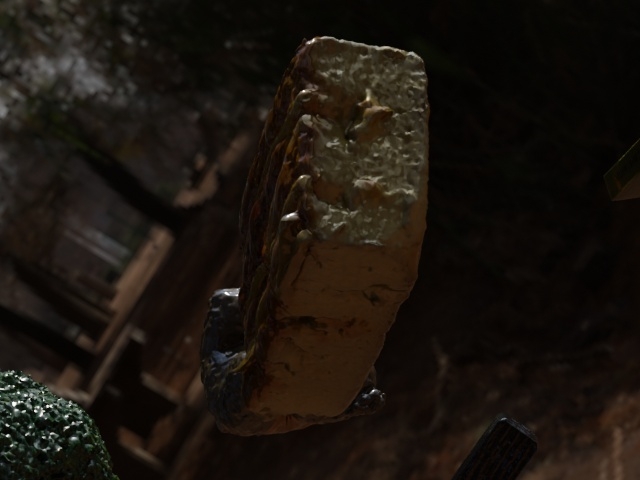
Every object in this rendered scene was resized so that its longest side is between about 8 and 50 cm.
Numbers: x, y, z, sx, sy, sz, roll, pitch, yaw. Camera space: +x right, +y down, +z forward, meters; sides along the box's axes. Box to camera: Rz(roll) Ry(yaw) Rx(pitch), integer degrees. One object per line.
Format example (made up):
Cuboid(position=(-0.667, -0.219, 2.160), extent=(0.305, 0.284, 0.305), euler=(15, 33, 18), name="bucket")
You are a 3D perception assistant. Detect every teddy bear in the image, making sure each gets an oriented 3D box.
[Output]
Cuboid(position=(-0.030, 0.140, 1.592), extent=(0.177, 0.190, 0.140), euler=(-128, 47, -54), name="teddy bear")

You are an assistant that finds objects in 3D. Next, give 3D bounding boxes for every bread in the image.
Cuboid(position=(0.000, 0.000, 1.163), extent=(0.275, 0.114, 0.185), euler=(108, 167, -58), name="bread")

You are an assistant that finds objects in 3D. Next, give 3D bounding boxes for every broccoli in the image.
Cuboid(position=(-0.266, 0.198, 1.133), extent=(0.241, 0.269, 0.261), euler=(-38, 45, 0), name="broccoli")

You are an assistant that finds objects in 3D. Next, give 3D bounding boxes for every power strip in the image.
Cuboid(position=(0.117, 0.182, 1.146), extent=(0.111, 0.038, 0.029), euler=(-56, -2, 6), name="power strip")

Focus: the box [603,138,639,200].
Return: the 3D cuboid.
Cuboid(position=(0.369, -0.084, 1.413), extent=(0.121, 0.193, 0.030), euler=(120, 137, -66), name="box")
